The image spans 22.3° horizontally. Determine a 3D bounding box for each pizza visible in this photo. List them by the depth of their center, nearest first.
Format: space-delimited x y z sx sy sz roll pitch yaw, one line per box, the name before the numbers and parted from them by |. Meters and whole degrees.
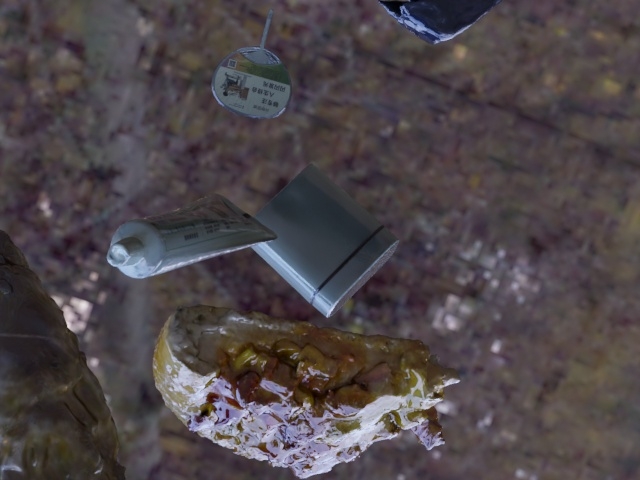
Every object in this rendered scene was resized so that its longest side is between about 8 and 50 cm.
pizza | -0.004 0.126 1.250 0.228 0.081 0.289 -8 152 14

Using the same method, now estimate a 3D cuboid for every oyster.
oyster | -0.174 0.074 0.791 0.128 0.079 0.345 -18 -116 -19

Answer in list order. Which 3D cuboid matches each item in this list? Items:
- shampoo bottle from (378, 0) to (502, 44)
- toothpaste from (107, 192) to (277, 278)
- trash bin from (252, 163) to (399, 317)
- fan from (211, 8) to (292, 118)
shampoo bottle | 0.030 -0.341 1.478 0.359 0.134 0.078 56 173 -12
toothpaste | -0.096 -0.005 1.182 0.064 0.041 0.218 34 -162 14
trash bin | 0.000 0.000 1.756 0.130 0.116 0.059 42 159 10
fan | -0.055 -0.130 1.229 0.060 0.080 0.003 -13 -172 2
